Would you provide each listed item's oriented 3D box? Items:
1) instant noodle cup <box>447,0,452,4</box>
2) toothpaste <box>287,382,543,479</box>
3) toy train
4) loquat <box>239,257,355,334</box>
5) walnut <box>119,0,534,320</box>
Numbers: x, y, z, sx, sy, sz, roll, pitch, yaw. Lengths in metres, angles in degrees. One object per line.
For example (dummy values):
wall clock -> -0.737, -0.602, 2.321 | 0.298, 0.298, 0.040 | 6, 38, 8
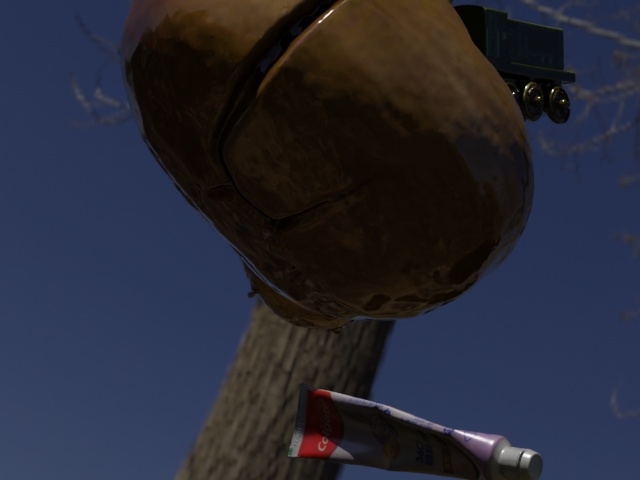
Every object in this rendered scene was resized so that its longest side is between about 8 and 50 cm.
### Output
instant noodle cup -> -0.017, -0.367, 1.636 | 0.325, 0.326, 0.254 | -11, -31, 44
toothpaste -> 0.087, 0.202, 1.403 | 0.301, 0.048, 0.075 | 4, -74, 40
toy train -> 0.234, -0.212, 1.736 | 0.090, 0.137, 0.225 | -1, 0, 40
loquat -> 0.000, 0.000, 1.111 | 0.141, 0.141, 0.141 | 14, -28, 8
walnut -> -0.006, -0.076, 0.828 | 0.298, 0.203, 0.203 | 42, -33, -13
